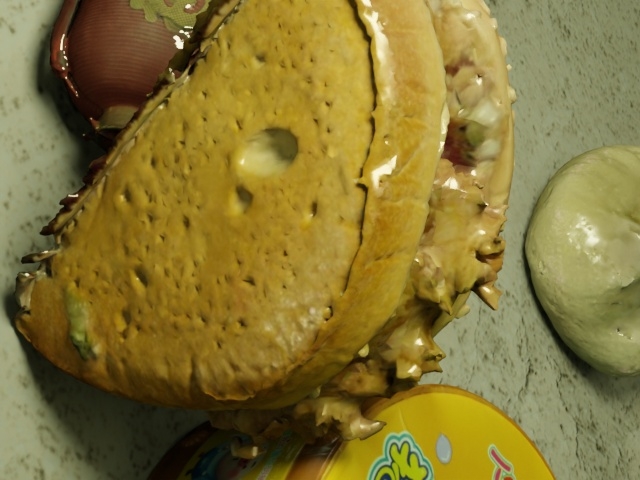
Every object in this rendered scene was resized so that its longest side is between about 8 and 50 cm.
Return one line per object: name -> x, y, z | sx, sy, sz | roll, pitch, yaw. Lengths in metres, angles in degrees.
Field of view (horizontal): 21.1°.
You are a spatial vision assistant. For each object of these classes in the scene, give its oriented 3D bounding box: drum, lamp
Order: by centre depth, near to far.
lamp -> -0.123, -0.182, 1.430 | 0.180, 0.180, 0.258 | 37, 56, -38
drum -> 0.036, 0.331, 1.465 | 0.431, 0.214, 0.431 | 13, 72, -46

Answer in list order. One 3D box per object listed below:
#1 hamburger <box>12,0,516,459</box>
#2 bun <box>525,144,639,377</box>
hamburger -> 0.000, 0.000, 1.303 | 0.268, 0.445, 0.287 | -6, 55, -54
bun -> 0.355, 0.015, 1.941 | 0.273, 0.168, 0.273 | 6, 80, -41
